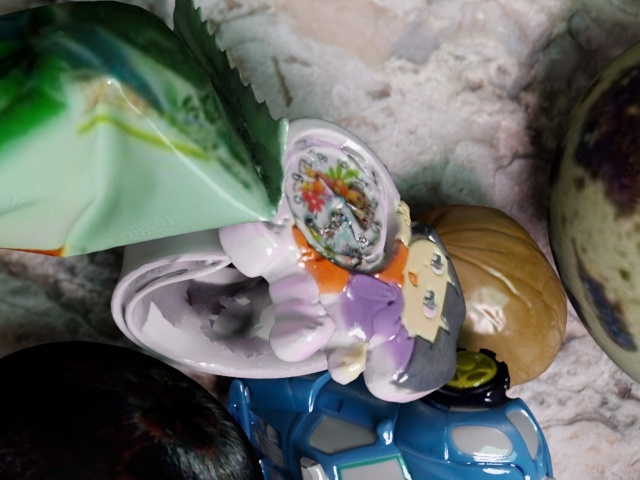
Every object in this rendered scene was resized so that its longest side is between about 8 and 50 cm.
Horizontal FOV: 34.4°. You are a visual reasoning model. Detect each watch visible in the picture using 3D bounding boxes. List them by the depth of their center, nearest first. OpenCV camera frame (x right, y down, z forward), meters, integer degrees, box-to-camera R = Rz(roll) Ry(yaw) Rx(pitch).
[{"bbox_3d":[-0.035,0.044,0.817,0.244,0.231,0.196,30,48,-33],"label":"watch"}]

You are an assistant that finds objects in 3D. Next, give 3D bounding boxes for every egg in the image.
[{"bbox_3d":[0.400,-0.012,1.006,0.345,0.345,0.428,-31,123,-16],"label":"egg"}]

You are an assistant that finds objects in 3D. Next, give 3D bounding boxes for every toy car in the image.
[{"bbox_3d":[0.052,0.193,0.914,0.166,0.314,0.198,-35,127,-40],"label":"toy car"}]

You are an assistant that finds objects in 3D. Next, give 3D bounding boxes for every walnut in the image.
[{"bbox_3d":[0.147,0.058,0.995,0.167,0.167,0.207,-47,132,-6],"label":"walnut"}]

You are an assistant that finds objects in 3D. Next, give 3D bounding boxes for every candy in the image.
[{"bbox_3d":[-0.239,-0.069,0.665,0.398,0.263,0.172,-7,121,-28],"label":"candy"}]

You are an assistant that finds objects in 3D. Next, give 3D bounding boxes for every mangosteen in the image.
[{"bbox_3d":[-0.193,0.229,0.800,0.300,0.300,0.300,-11,114,-26],"label":"mangosteen"}]

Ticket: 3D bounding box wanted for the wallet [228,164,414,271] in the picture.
[{"bbox_3d":[0.000,0.000,0.973,0.176,0.026,0.095,-37,124,-7],"label":"wallet"}]
